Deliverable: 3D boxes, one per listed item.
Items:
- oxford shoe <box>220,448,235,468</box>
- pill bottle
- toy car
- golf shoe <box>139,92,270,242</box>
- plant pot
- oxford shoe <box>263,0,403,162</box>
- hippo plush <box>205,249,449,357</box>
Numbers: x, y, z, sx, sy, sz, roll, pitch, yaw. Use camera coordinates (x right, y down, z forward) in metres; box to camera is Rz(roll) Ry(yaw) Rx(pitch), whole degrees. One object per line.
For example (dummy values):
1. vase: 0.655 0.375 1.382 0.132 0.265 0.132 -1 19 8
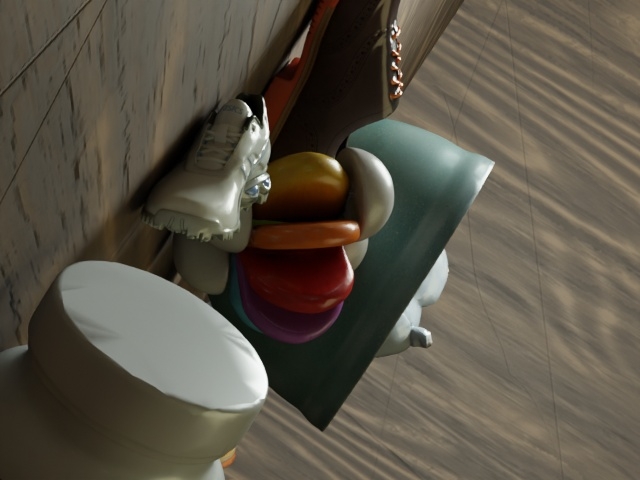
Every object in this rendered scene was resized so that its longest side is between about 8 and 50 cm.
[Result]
1. oxford shoe: -0.147 0.171 1.888 0.364 0.130 0.133 -128 -143 -77
2. pill bottle: -0.152 0.160 1.042 0.278 0.162 0.162 -58 178 21
3. toy car: -0.025 0.012 1.477 0.182 0.159 0.136 120 -40 -60
4. golf shoe: -0.075 -0.054 1.266 0.176 0.069 0.086 -60 162 -70
5. plant pot: 0.000 0.000 1.708 0.293 0.196 0.293 -57 179 -2
6. oxford shoe: 0.037 -0.159 1.507 0.271 0.098 0.097 -58 178 32
7. hippo plush: 0.063 0.040 2.272 0.234 0.236 0.294 -1 -129 53
